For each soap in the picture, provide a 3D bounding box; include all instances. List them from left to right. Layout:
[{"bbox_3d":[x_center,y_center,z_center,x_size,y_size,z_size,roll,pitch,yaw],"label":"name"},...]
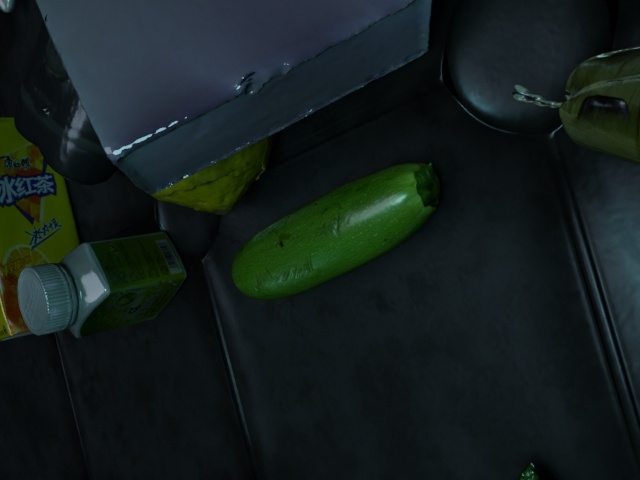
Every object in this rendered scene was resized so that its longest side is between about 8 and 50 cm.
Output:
[{"bbox_3d":[-0.095,-0.233,0.575,0.296,0.107,0.285,-26,76,-2],"label":"soap"}]

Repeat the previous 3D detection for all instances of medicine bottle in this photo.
[{"bbox_3d":[-0.294,0.063,0.869,0.132,0.188,0.088,-46,67,39],"label":"medicine bottle"}]

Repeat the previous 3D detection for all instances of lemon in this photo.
[{"bbox_3d":[-0.135,-0.133,0.698,0.180,0.180,0.193,20,96,39],"label":"lemon"}]

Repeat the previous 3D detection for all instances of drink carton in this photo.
[{"bbox_3d":[-0.495,-0.023,1.061,0.111,0.154,0.351,-18,86,43],"label":"drink carton"}]

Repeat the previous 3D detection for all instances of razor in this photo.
[{"bbox_3d":[-0.309,-0.252,0.875,0.204,0.113,0.349,45,123,26],"label":"razor"}]

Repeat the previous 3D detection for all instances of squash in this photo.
[{"bbox_3d":[-0.002,0.001,0.659,0.292,0.082,0.082,-26,80,42],"label":"squash"}]

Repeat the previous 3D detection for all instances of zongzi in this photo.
[{"bbox_3d":[0.251,-0.131,0.427,0.189,0.081,0.178,35,99,49],"label":"zongzi"}]

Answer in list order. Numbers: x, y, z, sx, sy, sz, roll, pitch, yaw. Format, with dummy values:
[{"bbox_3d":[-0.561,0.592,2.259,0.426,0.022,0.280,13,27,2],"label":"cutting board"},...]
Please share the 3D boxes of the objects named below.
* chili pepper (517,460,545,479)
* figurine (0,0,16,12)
[{"bbox_3d":[0.209,0.297,0.536,0.098,0.061,0.224,-35,70,38],"label":"chili pepper"},{"bbox_3d":[-0.667,-0.524,1.063,0.361,0.266,0.378,3,100,48],"label":"figurine"}]
